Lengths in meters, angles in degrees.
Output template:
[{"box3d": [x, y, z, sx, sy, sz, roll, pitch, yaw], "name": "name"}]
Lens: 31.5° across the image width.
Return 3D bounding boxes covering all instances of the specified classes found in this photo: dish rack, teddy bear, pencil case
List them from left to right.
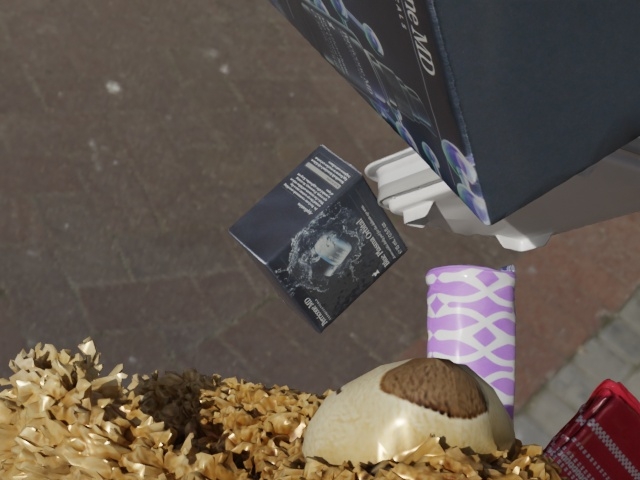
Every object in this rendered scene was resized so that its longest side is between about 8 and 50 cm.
[{"box3d": [-0.009, 0.099, 0.459, 0.245, 0.338, 0.113, 24, 78, -2], "name": "teddy bear"}, {"box3d": [0.127, 0.118, 1.000, 0.086, 0.088, 0.206, 10, 77, -28], "name": "pencil case"}, {"box3d": [0.242, -0.059, 1.240, 0.286, 0.333, 0.072, 11, 72, -36], "name": "dish rack"}]

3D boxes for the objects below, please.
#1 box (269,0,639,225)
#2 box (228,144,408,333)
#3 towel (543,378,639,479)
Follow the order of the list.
[{"box3d": [0.083, -0.261, 0.863, 0.212, 0.293, 0.395, -31, 47, -8], "name": "box"}, {"box3d": [0.000, 0.000, 1.376, 0.158, 0.156, 0.093, -43, 45, -8], "name": "box"}, {"box3d": [0.167, 0.248, 0.836, 0.199, 0.275, 0.031, 45, 1, -31], "name": "towel"}]
